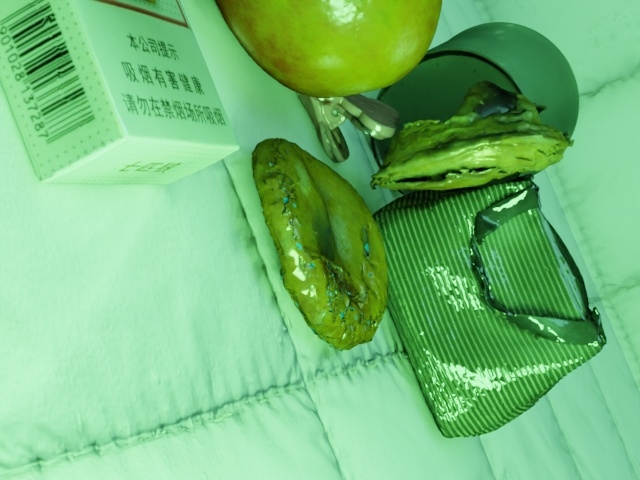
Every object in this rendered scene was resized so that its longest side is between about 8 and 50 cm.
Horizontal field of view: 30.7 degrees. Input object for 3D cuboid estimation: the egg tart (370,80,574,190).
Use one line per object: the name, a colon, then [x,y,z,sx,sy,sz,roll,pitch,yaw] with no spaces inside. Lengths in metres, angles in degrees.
egg tart: [0.195,-0.135,1.537,0.297,0.297,0.132,-12,88,-69]

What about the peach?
peach: [0.010,-0.323,1.401,0.308,0.307,0.332,-86,161,-52]

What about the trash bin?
trash bin: [0.258,-0.205,1.884,0.280,0.280,0.432,64,23,-3]

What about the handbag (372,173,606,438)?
handbag: [0.226,0.072,1.542,0.341,0.240,0.247,66,16,6]

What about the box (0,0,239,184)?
box: [-0.207,-0.213,0.998,0.330,0.095,0.210,66,20,7]

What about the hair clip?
hair clip: [0.034,-0.184,1.545,0.138,0.102,0.123,63,18,-6]

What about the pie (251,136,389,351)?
pie: [-0.001,0.001,1.298,0.273,0.069,0.273,49,26,-35]
